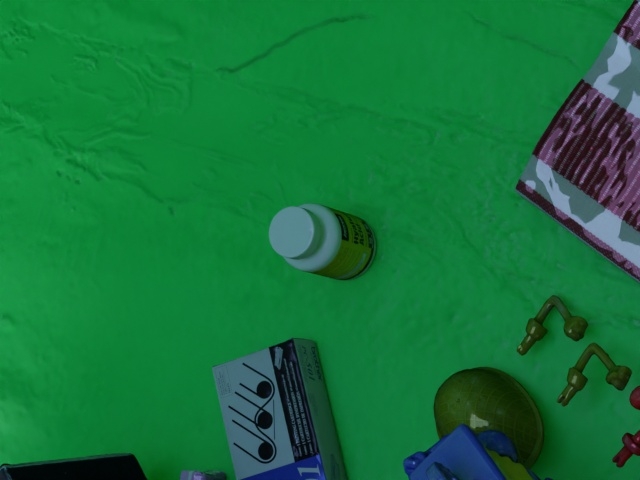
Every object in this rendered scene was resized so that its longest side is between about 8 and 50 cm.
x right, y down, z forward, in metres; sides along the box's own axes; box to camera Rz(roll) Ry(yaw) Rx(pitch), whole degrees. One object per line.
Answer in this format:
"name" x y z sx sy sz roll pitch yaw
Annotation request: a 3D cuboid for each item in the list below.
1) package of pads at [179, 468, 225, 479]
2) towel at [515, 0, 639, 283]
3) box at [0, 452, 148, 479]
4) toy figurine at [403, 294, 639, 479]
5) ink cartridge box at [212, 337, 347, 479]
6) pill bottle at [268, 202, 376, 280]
"package of pads" -0.118 0.264 1.625 0.032 0.050 0.083 3 83 29
"towel" 0.346 -0.115 1.445 0.237 0.037 0.329 39 103 25
"box" -0.250 0.429 1.571 0.312 0.179 0.343 -43 64 27
"toy figurine" 0.159 0.178 1.339 0.191 0.217 0.362 -51 44 19
"ink cartridge box" -0.032 0.205 1.591 0.097 0.046 0.207 -21 74 26
"pill bottle" 0.000 0.000 1.564 0.065 0.116 0.065 -4 81 28
